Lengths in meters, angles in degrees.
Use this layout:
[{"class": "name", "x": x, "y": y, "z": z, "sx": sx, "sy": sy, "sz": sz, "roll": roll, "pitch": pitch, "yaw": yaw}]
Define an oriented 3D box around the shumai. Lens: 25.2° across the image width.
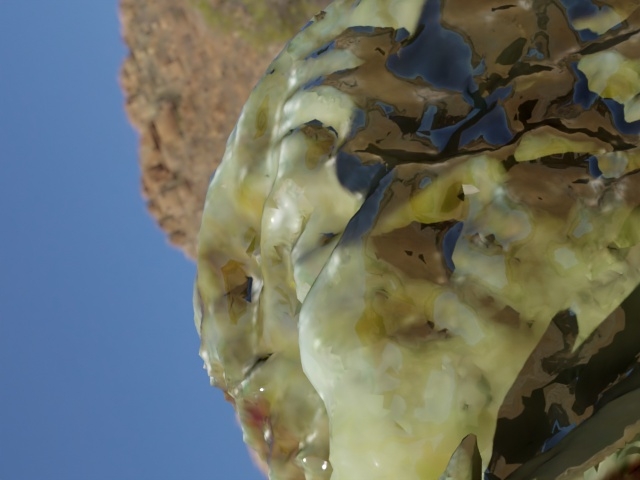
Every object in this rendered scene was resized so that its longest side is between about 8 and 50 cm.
[{"class": "shumai", "x": 0.087, "y": 0.040, "z": 0.414, "sx": 0.218, "sy": 0.256, "sz": 0.189, "roll": -87, "pitch": 5, "yaw": -53}]
